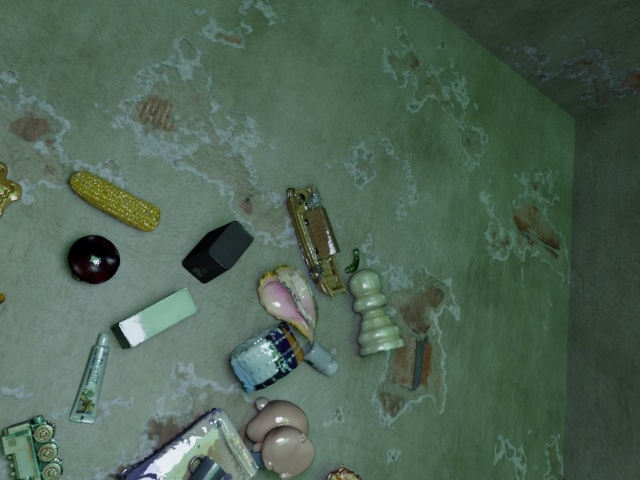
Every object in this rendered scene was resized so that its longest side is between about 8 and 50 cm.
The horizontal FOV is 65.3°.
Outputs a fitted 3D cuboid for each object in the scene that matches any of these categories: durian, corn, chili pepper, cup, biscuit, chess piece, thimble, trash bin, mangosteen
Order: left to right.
[{"bbox_3d":[-0.974,-0.172,1.391,0.249,0.035,0.184,43,59,-16],"label":"biscuit"},{"bbox_3d":[-0.673,0.061,1.472,0.153,0.152,0.152,9,73,-31],"label":"mangosteen"},{"bbox_3d":[-0.635,-0.123,1.559,0.292,0.101,0.101,33,62,-21],"label":"corn"},{"bbox_3d":[-0.331,0.660,1.416,0.100,0.078,0.077,29,57,20],"label":"cup"},{"bbox_3d":[-0.330,0.036,1.634,0.115,0.226,0.165,46,58,-16],"label":"trash bin"},{"bbox_3d":[-0.181,0.383,1.645,0.237,0.237,0.150,-31,92,-34],"label":"thimble"},{"bbox_3d":[-0.089,0.201,1.801,0.305,0.186,0.195,55,37,-14],"label":"durian"},{"bbox_3d":[0.142,0.090,2.038,0.055,0.035,0.117,44,61,-36],"label":"chili pepper"},{"bbox_3d":[0.200,0.276,1.962,0.183,0.182,0.330,-7,75,-34],"label":"chess piece"}]

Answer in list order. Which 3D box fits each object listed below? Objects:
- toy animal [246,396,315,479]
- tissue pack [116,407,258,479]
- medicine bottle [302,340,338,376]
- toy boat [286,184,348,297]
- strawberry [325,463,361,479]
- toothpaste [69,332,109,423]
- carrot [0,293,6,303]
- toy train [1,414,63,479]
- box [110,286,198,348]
[{"bbox_3d":[-0.124,0.636,1.616,0.210,0.221,0.229,40,61,-23],"label":"toy animal"},{"bbox_3d":[-0.384,0.692,1.488,0.344,0.125,0.242,-30,88,-36],"label":"tissue pack"},{"bbox_3d":[-0.001,0.434,1.831,0.130,0.080,0.080,44,59,-17],"label":"medicine bottle"},{"bbox_3d":[0.000,0.000,1.894,0.136,0.162,0.445,-15,86,-37],"label":"toy boat"},{"bbox_3d":[0.083,0.952,1.721,0.254,0.150,0.280,31,63,0],"label":"strawberry"},{"bbox_3d":[-0.657,0.396,1.451,0.067,0.037,0.255,18,72,-28],"label":"toothpaste"},{"bbox_3d":[-0.947,0.204,1.300,0.248,0.059,0.059,-29,95,-37],"label":"carrot"},{"bbox_3d":[-0.757,0.567,1.321,0.125,0.081,0.193,-12,87,-24],"label":"toy train"},{"bbox_3d":[-0.508,0.237,1.528,0.225,0.130,0.086,-30,95,-35],"label":"box"}]
